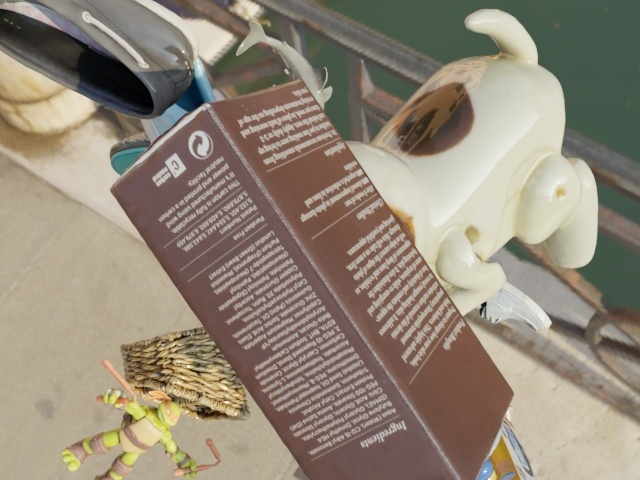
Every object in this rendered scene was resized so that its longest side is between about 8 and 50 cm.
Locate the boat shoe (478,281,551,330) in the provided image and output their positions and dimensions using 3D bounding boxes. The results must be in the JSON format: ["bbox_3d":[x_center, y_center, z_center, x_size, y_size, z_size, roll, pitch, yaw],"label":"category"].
[{"bbox_3d":[0.325,0.113,1.602,0.227,0.079,0.081,36,83,6],"label":"boat shoe"}]

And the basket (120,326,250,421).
[{"bbox_3d":[-0.317,0.315,1.873,0.213,0.299,0.223,-9,85,-31],"label":"basket"}]

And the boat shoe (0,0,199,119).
[{"bbox_3d":[-0.276,-0.216,0.782,0.335,0.112,0.095,23,51,-9],"label":"boat shoe"}]

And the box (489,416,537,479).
[{"bbox_3d":[0.215,0.249,0.959,0.028,0.081,0.136,-34,40,13],"label":"box"}]

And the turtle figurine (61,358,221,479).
[{"bbox_3d":[-0.308,0.308,1.366,0.217,0.269,0.087,-35,27,13],"label":"turtle figurine"}]

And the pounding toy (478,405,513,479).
[{"bbox_3d":[0.172,0.331,1.224,0.181,0.094,0.206,3,95,-17],"label":"pounding toy"}]

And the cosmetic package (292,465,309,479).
[{"bbox_3d":[0.077,0.490,1.682,0.238,0.107,0.127,39,73,-14],"label":"cosmetic package"}]

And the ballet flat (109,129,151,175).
[{"bbox_3d":[-0.193,-0.182,1.753,0.482,0.164,0.182,9,59,19],"label":"ballet flat"}]

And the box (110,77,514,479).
[{"bbox_3d":[0.005,0.052,0.775,0.143,0.191,0.381,-35,89,29],"label":"box"}]

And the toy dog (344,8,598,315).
[{"bbox_3d":[0.133,-0.054,1.063,0.408,0.395,0.284,-26,52,-27],"label":"toy dog"}]

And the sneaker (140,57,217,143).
[{"bbox_3d":[-0.260,-0.299,1.375,0.135,0.150,0.366,-29,81,-42],"label":"sneaker"}]

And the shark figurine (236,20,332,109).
[{"bbox_3d":[-0.042,-0.365,1.807,0.166,0.116,0.278,-40,104,-31],"label":"shark figurine"}]
